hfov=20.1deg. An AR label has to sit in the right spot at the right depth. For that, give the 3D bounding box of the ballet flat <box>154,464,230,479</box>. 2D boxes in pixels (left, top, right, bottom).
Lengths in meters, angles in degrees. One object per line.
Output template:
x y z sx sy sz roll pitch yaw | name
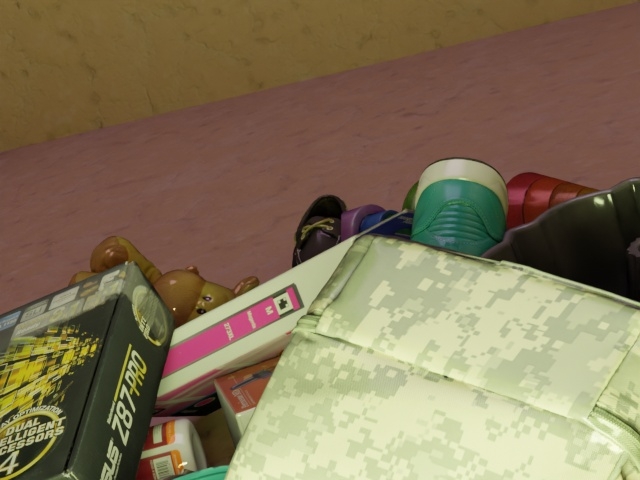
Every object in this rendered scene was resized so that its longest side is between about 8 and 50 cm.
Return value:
-0.148 0.285 1.352 0.147 0.147 0.409 -9 7 28 | ballet flat

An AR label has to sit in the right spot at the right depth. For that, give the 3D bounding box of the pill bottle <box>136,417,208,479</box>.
-0.185 0.227 1.704 0.152 0.086 0.086 -15 15 4 | pill bottle

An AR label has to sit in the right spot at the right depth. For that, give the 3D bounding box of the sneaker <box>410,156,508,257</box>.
0.132 0.084 1.662 0.124 0.295 0.178 2 51 14 | sneaker

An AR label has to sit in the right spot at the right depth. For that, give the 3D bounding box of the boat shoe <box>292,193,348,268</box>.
0.000 0.000 2.365 0.081 0.068 0.228 -15 15 10 | boat shoe

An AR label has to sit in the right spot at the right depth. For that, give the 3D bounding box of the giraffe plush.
-0.165 0.089 2.037 0.210 0.181 0.170 13 -10 -35 | giraffe plush

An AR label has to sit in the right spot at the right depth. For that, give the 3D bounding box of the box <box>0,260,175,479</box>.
-0.342 0.204 1.697 0.395 0.097 0.318 -22 27 20 | box

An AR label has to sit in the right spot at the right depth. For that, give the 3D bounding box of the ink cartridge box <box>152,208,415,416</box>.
-0.024 0.079 1.808 0.371 0.069 0.176 -30 -17 22 | ink cartridge box

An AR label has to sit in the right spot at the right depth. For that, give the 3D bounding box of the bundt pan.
0.292 0.055 1.478 0.331 0.124 0.331 -16 19 5 | bundt pan

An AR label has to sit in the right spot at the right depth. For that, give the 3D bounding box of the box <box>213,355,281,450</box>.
-0.001 0.161 1.730 0.171 0.091 0.130 -19 15 -9 | box

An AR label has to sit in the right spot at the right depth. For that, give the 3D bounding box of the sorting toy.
0.189 -0.022 1.934 0.366 0.127 0.126 -5 -8 -41 | sorting toy

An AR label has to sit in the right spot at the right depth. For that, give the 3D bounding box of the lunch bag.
0.097 0.165 1.253 0.305 0.212 0.256 18 62 33 | lunch bag
